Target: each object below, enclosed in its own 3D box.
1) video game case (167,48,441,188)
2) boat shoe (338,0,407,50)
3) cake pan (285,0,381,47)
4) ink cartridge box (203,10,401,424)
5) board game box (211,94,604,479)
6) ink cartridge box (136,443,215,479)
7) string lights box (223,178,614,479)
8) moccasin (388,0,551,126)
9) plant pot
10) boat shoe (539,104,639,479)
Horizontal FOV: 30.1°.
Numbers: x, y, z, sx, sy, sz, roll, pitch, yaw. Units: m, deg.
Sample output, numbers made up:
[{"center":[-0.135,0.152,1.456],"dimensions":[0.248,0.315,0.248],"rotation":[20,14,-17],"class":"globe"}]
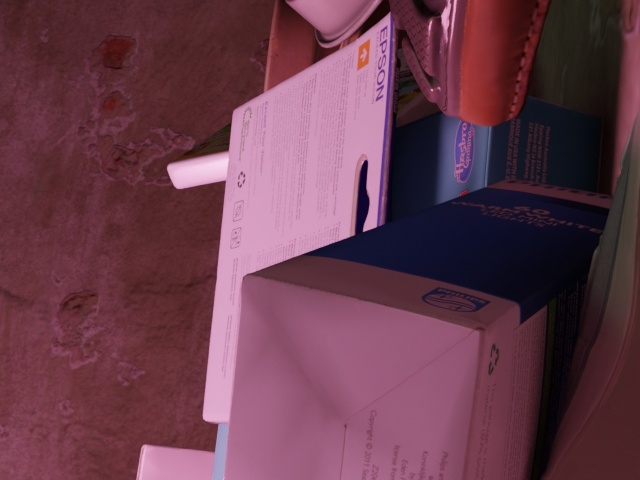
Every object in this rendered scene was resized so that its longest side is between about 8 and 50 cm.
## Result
[{"center":[0.021,-0.107,0.941],"dimensions":[0.206,0.227,0.026],"rotation":[-41,-64,-47],"class":"video game case"},{"center":[0.066,-0.181,1.094],"dimensions":[0.089,0.104,0.285],"rotation":[128,147,-76],"class":"boat shoe"},{"center":[0.047,-0.318,1.080],"dimensions":[0.293,0.054,0.293],"rotation":[-56,19,31],"class":"cake pan"},{"center":[0.000,0.000,0.721],"dimensions":[0.224,0.045,0.223],"rotation":[-18,64,61],"class":"ink cartridge box"},{"center":[0.037,0.067,0.763],"dimensions":[0.336,0.079,0.254],"rotation":[-14,67,63],"class":"board game box"},{"center":[-0.084,0.241,1.066],"dimensions":[0.203,0.148,0.086],"rotation":[101,175,-73],"class":"ink cartridge box"},{"center":[0.059,0.059,0.446],"dimensions":[0.259,0.076,0.133],"rotation":[-19,-62,-64],"class":"string lights box"},{"center":[0.117,-0.229,0.510],"dimensions":[0.139,0.147,0.380],"rotation":[-119,36,-63],"class":"moccasin"},{"center":[0.044,-0.177,1.517],"dimensions":[0.263,0.229,0.263],"rotation":[-173,90,-90],"class":"plant pot"},{"center":[0.118,0.032,0.364],"dimensions":[0.081,0.079,0.228],"rotation":[-44,-36,-63],"class":"boat shoe"}]
